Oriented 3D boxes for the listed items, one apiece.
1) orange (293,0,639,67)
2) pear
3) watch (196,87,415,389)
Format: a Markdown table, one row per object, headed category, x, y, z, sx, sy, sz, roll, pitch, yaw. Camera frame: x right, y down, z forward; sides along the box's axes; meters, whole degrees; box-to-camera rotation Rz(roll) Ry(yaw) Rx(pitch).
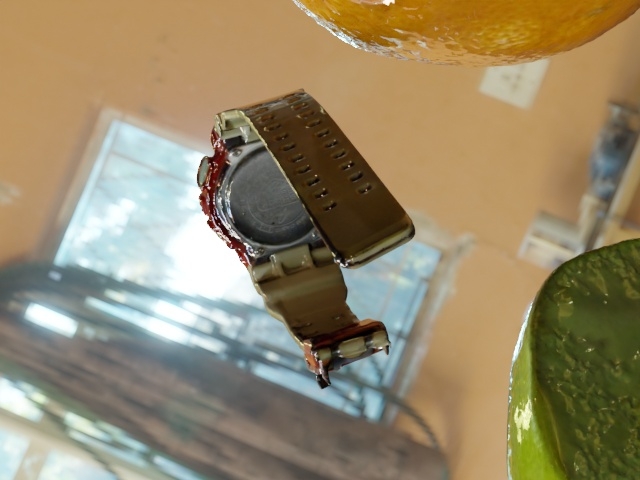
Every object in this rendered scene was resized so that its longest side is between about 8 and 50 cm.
| category | x | y | z | sx | sy | sz | roll | pitch | yaw |
| --- | --- | --- | --- | --- | --- | --- | --- | --- | --- |
| orange | 0.086 | -0.248 | 0.918 | 0.312 | 0.312 | 0.312 | 22 | -90 | -83 |
| pear | 0.251 | 0.134 | 1.243 | 0.176 | 0.286 | 0.282 | 109 | 148 | -48 |
| watch | -0.001 | 0.002 | 0.968 | 0.268 | 0.102 | 0.165 | -125 | 20 | -57 |
